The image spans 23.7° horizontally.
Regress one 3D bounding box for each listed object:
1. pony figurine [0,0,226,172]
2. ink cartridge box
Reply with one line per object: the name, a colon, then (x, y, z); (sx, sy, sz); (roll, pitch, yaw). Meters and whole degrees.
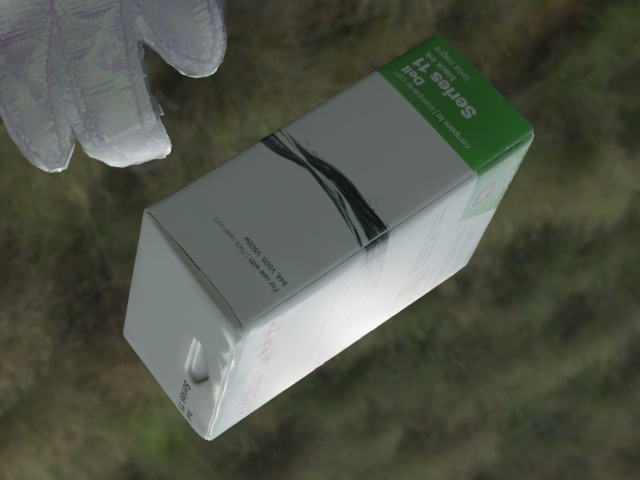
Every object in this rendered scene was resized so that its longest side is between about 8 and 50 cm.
pony figurine: (-0.005, -0.233, 0.452); (0.303, 0.351, 0.363); (-25, 176, 39)
ink cartridge box: (0.000, 0.000, 0.843); (0.208, 0.087, 0.153); (-33, 162, -27)
